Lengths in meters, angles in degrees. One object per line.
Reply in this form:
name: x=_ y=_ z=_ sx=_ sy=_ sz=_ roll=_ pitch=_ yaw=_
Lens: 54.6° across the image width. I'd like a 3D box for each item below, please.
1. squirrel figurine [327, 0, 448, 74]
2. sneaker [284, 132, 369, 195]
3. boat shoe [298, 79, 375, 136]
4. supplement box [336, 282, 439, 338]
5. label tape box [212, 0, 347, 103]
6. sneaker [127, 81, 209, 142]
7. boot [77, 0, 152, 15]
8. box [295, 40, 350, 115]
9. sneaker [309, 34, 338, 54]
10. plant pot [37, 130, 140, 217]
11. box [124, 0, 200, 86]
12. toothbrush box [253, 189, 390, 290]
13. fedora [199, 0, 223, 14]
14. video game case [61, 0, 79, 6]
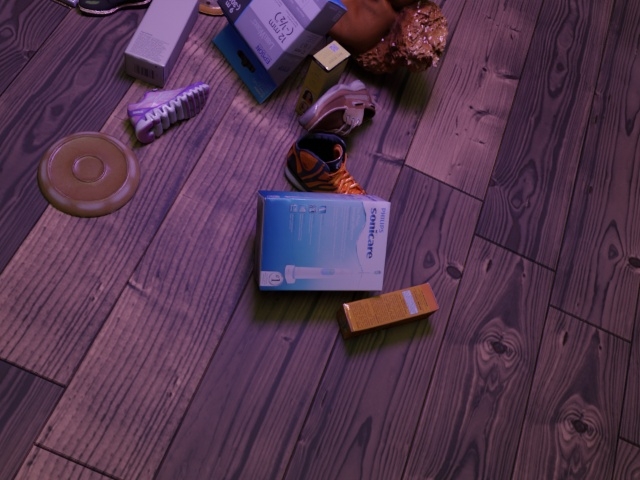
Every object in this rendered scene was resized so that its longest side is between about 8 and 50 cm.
squirrel figurine: x=0.211 y=-0.652 z=1.670 sx=0.397 sy=0.370 sz=0.281 roll=58 pitch=33 yaw=-19
sneaker: x=0.048 y=-0.140 z=1.547 sx=0.321 sy=0.180 sz=0.124 roll=37 pitch=64 yaw=3
boat shoe: x=0.060 y=-0.335 z=1.623 sx=0.116 sy=0.123 sz=0.324 roll=52 pitch=39 yaw=0
supplement box: x=0.161 y=0.170 z=1.498 sx=0.233 sy=0.078 sz=0.080 roll=-13 pitch=71 yaw=-20
label tape box: x=-0.139 y=-0.565 z=1.603 sx=0.249 sy=0.347 sz=0.115 roll=55 pitch=25 yaw=12
sneaker: x=-0.393 y=-0.351 z=1.582 sx=0.236 sy=0.095 sz=0.104 roll=-37 pitch=72 yaw=-24
boot: x=-0.553 y=-0.683 z=1.657 sx=0.198 sy=0.137 sz=0.077 roll=-22 pitch=74 yaw=-21
box: x=0.002 y=-0.412 z=1.625 sx=0.058 sy=0.232 sz=0.087 roll=44 pitch=65 yaw=7
sneaker: x=-0.025 y=-0.664 z=1.807 sx=0.118 sy=0.110 sz=0.292 roll=-7 pitch=68 yaw=-7
plant pot: x=-0.556 y=-0.168 z=1.490 sx=0.236 sy=0.032 sz=0.236 roll=5 pitch=67 yaw=-12
box: x=-0.420 y=-0.554 z=1.659 sx=0.113 sy=0.094 sz=0.275 roll=21 pitch=63 yaw=-5
toothbrush box: x=0.000 y=0.000 z=1.451 sx=0.295 sy=0.126 sz=0.216 roll=1 pitch=103 yaw=-12
fedora: x=-0.308 y=-0.740 z=1.777 sx=0.194 sy=0.079 sz=0.194 roll=5 pitch=66 yaw=-11
video game case: x=-0.726 y=-0.755 z=1.709 sx=0.212 sy=0.023 sz=0.193 roll=24 pitch=63 yaw=-2
